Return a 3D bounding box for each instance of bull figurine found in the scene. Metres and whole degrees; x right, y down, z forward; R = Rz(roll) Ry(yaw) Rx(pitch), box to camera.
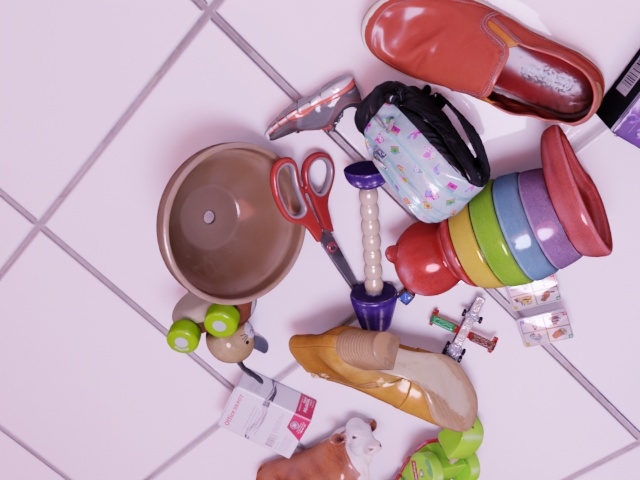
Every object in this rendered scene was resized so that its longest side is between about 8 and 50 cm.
[{"bbox_3d":[0.011,0.452,1.170,0.310,0.101,0.188,-29,70,30],"label":"bull figurine"}]

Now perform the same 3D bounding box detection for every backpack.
[{"bbox_3d":[0.137,-0.116,0.830,0.182,0.152,0.115,54,126,13],"label":"backpack"}]

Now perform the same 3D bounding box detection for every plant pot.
[{"bbox_3d":[-0.147,-0.029,0.946,0.110,0.237,0.237,12,127,51],"label":"plant pot"}]

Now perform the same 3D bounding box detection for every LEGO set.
[{"bbox_3d":[0.255,0.096,1.007,0.244,0.060,0.182,-18,99,17],"label":"LEGO set"}]

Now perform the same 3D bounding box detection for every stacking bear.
[{"bbox_3d":[0.235,-0.006,0.885,0.289,0.164,0.175,-24,132,30],"label":"stacking bear"}]

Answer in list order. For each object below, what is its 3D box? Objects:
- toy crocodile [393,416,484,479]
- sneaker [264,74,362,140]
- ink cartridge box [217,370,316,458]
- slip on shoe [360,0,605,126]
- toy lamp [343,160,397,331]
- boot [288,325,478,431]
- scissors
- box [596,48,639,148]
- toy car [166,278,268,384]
[{"bbox_3d":[0.187,0.436,1.146,0.115,0.105,0.340,2,129,-30],"label":"toy crocodile"},{"bbox_3d":[-0.009,-0.174,0.907,0.158,0.061,0.065,-26,115,22],"label":"sneaker"},{"bbox_3d":[-0.099,0.319,1.163,0.150,0.063,0.109,26,118,-1],"label":"ink cartridge box"},{"bbox_3d":[0.210,-0.233,0.810,0.331,0.101,0.123,22,120,2],"label":"slip on shoe"},{"bbox_3d":[0.078,0.017,0.973,0.080,0.080,0.274,-1,113,12],"label":"toy lamp"},{"bbox_3d":[0.104,0.224,1.048,0.295,0.104,0.211,38,151,-28],"label":"boot"},{"bbox_3d":[0.000,0.000,0.983,0.109,0.021,0.297,-27,118,-24],"label":"scissors"},{"bbox_3d":[0.483,-0.164,0.784,0.207,0.108,0.153,28,117,-2],"label":"box"},{"bbox_3d":[-0.140,0.150,1.047,0.149,0.155,0.188,-24,118,21],"label":"toy car"}]
